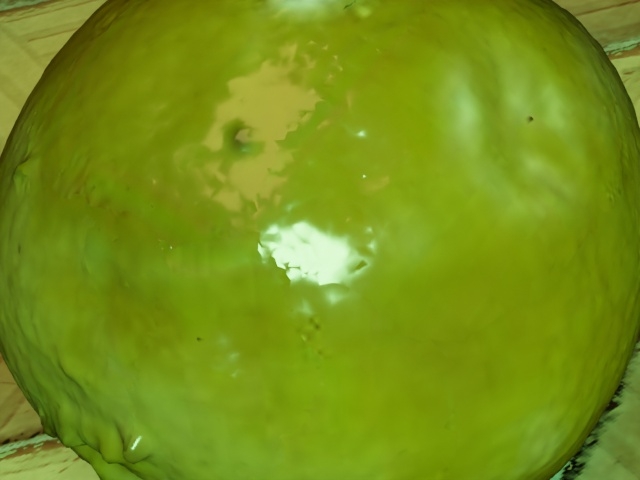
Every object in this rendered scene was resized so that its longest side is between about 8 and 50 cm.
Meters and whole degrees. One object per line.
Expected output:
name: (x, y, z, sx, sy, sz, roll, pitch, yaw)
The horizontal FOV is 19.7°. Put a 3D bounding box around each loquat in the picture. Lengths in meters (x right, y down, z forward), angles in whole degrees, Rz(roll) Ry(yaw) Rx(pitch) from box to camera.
loquat: (0.000, 0.000, 0.889, 0.328, 0.328, 0.328, -12, 38, 10)
